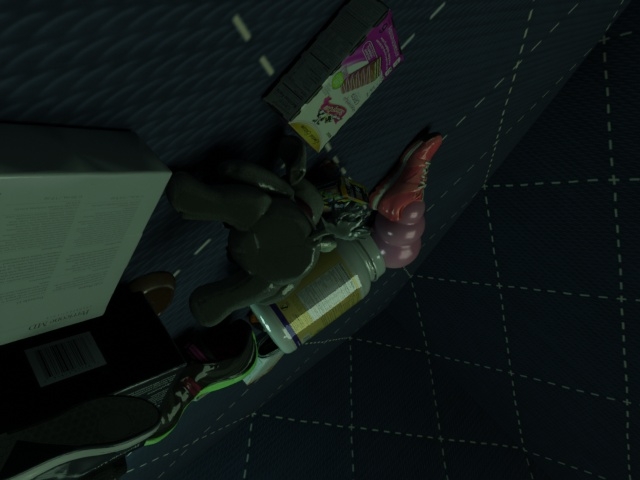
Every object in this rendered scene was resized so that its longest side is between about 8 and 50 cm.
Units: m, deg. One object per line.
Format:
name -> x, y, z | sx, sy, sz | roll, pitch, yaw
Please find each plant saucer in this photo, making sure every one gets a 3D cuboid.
plant saucer -> -0.360, 0.131, 0.917 | 0.168, 0.029, 0.168 | -38, 161, -16

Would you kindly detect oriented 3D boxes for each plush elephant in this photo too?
plush elephant -> -0.087, -0.040, 0.835 | 0.330, 0.271, 0.255 | -12, -159, 1

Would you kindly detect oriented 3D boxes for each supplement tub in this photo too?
supplement tub -> -0.025, 0.099, 1.165 | 0.331, 0.241, 0.241 | -36, 160, -13

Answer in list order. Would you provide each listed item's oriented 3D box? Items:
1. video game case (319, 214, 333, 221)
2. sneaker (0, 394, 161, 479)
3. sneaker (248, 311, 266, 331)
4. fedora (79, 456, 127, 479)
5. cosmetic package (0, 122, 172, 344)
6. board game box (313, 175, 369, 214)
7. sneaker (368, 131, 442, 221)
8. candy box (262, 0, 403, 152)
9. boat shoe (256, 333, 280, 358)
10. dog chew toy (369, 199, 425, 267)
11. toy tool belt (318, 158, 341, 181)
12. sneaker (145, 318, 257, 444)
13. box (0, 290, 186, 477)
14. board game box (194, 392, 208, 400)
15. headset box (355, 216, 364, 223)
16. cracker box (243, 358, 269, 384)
video game case -> 0.000, 0.000, 1.376 | 0.232, 0.042, 0.210 | -47, 163, 7
sneaker -> -0.342, 0.308, 0.625 | 0.226, 0.086, 0.163 | -6, 128, -38
sneaker -> -0.127, 0.235, 1.545 | 0.263, 0.121, 0.099 | -9, 106, -29
fedora -> -0.628, 0.607, 1.192 | 0.334, 0.152, 0.334 | -38, 161, -16
cosmetic package -> -0.385, 0.012, 0.490 | 0.377, 0.097, 0.284 | -14, 143, -57
board game box -> 0.025, -0.101, 1.089 | 0.141, 0.048, 0.170 | -15, 172, 22
sneaker -> 0.292, -0.191, 1.429 | 0.313, 0.136, 0.116 | -52, 162, 21
candy box -> 0.029, -0.278, 0.779 | 0.233, 0.071, 0.159 | -46, 162, 8
boat shoe -> -0.125, 0.352, 1.776 | 0.307, 0.113, 0.105 | -28, 172, -19
dog chew toy -> 0.282, -0.051, 1.637 | 0.207, 0.207, 0.331 | -33, 151, -32
toy tool belt -> 0.030, -0.158, 1.076 | 0.052, 0.051, 0.083 | -43, 162, -5
sneaker -> -0.370, 0.351, 1.217 | 0.483, 0.185, 0.202 | -30, 139, -46
box -> -0.455, 0.283, 0.763 | 0.343, 0.179, 0.312 | -13, 144, -48
board game box -> -0.339, 0.429, 1.376 | 0.104, 0.026, 0.154 | -17, -173, 45
headset box -> 0.092, -0.035, 1.378 | 0.062, 0.032, 0.083 | -32, 160, -38
cracker box -> -0.230, 0.501, 1.950 | 0.232, 0.067, 0.156 | -52, 161, 25
